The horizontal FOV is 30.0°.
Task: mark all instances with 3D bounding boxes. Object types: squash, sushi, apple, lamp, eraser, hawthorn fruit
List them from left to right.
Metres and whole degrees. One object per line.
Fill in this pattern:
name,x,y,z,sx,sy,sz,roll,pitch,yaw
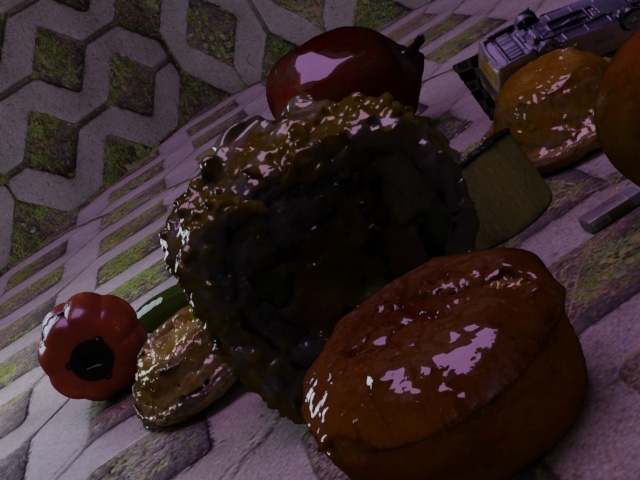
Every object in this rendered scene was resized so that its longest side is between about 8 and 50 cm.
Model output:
lamp,-0.387,0.178,2.036,0.187,0.188,0.164,-32,15,-1
squash,-0.245,0.106,2.201,0.252,0.066,0.066,-26,16,19
sushi,0.000,0.000,1.530,0.396,0.351,0.240,-34,16,-3
hawthorn fruit,0.053,-0.302,2.491,0.325,0.308,0.308,-38,17,-14
squash,0.233,-0.059,1.799,0.220,0.133,0.220,-40,2,2
sushi,0.335,-0.305,2.182,0.139,0.201,0.031,-23,55,18
eraser,0.381,-0.041,1.562,0.083,0.019,0.038,-32,14,-4
apple,0.446,-0.158,1.392,0.246,0.246,0.226,-39,3,-26

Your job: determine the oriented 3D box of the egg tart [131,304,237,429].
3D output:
egg tart,-0.196,0.164,1.814,0.279,0.095,0.279,-35,23,17

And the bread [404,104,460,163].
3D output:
bread,0.091,-0.125,2.041,0.252,0.238,0.196,2,70,53

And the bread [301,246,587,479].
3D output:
bread,0.132,0.134,1.227,0.312,0.172,0.312,-30,20,12

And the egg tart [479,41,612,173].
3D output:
egg tart,0.378,-0.220,1.924,0.319,0.128,0.319,-30,18,10

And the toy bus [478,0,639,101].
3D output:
toy bus,0.442,-0.345,2.064,0.342,0.138,0.097,-20,48,-9
